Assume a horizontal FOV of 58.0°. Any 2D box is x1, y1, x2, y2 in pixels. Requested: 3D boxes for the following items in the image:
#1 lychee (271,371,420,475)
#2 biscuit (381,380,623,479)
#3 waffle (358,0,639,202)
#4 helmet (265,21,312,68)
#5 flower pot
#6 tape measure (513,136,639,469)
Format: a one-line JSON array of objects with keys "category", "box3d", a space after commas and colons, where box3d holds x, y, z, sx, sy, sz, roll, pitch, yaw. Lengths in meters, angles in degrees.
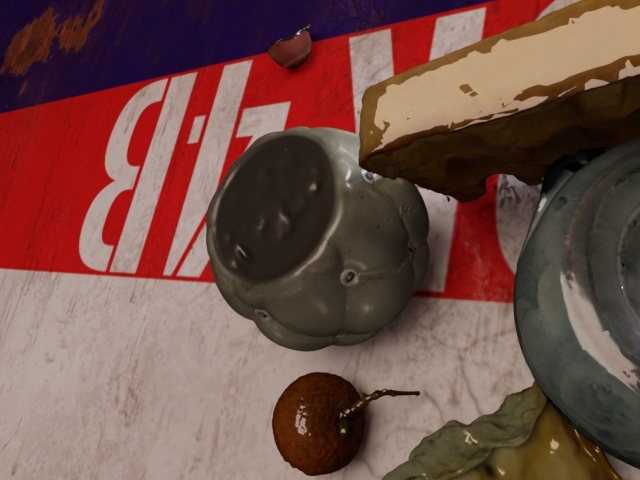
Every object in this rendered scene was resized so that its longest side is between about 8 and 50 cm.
[{"category": "lychee", "box3d": [0.006, 0.185, 0.611, 0.101, 0.114, 0.140, 46, 123, 21]}, {"category": "biscuit", "box3d": [0.100, 0.277, 0.436, 0.335, 0.078, 0.329, 0, 66, -7]}, {"category": "waffle", "box3d": [0.228, -0.117, 0.469, 0.348, 0.304, 0.077, -16, 81, 25]}, {"category": "helmet", "box3d": [-0.038, -0.295, 0.893, 0.084, 0.049, 0.065, -35, 13, -14]}, {"category": "flower pot", "box3d": [0.000, 0.000, 0.640, 0.246, 0.195, 0.246, -13, 63, 28]}, {"category": "tape measure", "box3d": [0.277, 0.035, 0.428, 0.256, 0.147, 0.275, -8, 65, 9]}]
